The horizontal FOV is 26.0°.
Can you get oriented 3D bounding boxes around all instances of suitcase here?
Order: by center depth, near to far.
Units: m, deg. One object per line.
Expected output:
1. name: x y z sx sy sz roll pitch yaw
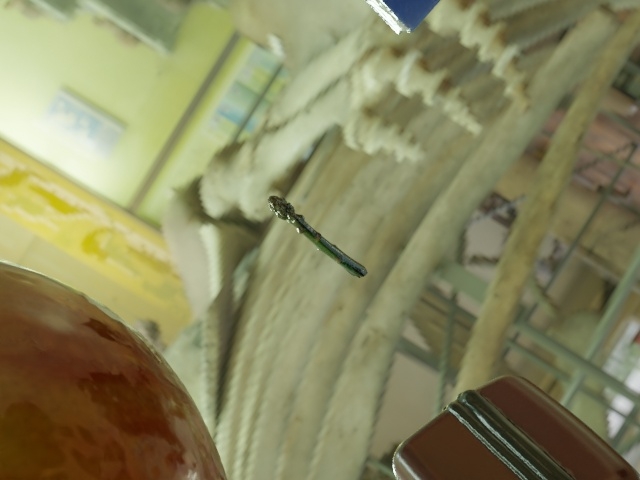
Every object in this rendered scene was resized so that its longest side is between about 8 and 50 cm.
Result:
1. suitcase: 0.201 0.291 1.255 0.236 0.161 0.297 41 158 54

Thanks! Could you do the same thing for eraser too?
1. eraser: 0.063 -0.193 0.954 0.063 0.084 0.027 44 169 -19

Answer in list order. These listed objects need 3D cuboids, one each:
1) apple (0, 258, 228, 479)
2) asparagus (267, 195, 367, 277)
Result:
1. apple: -0.172 0.129 0.558 0.286 0.286 0.233 32 -179 31
2. asparagus: 0.000 0.000 1.016 0.166 0.013 0.016 38 -154 -59
